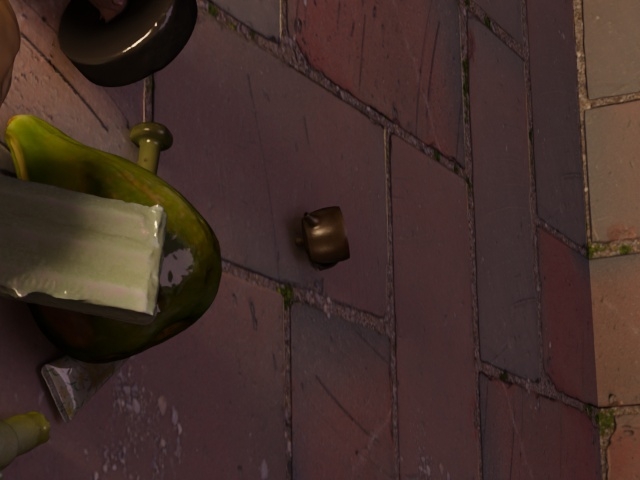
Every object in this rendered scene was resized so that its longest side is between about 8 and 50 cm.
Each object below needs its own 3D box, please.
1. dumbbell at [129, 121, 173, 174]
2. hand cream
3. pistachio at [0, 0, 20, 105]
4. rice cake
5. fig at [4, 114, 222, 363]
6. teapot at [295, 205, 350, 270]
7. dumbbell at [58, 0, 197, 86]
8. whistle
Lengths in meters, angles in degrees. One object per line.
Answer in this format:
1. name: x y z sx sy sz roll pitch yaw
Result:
1. dumbbell: -0.197 -0.076 1.775 0.052 0.046 0.118 49 41 -56
2. hand cream: -0.227 0.118 1.666 0.194 0.042 0.067 -46 123 -53
3. pistachio: -0.378 -0.154 1.299 0.318 0.214 0.193 3 118 -56
4. rice cake: -0.261 0.004 1.454 0.043 0.237 0.127 110 -11 -62
5. fig: -0.227 -0.019 1.588 0.275 0.206 0.206 60 26 7
6. teapot: 0.000 0.000 2.131 0.121 0.068 0.076 83 -5 -51
7. dumbbell: -0.241 -0.277 1.627 0.218 0.152 0.152 50 40 -47
8. whistle: -0.313 0.196 1.451 0.198 0.057 0.104 -13 95 -62
